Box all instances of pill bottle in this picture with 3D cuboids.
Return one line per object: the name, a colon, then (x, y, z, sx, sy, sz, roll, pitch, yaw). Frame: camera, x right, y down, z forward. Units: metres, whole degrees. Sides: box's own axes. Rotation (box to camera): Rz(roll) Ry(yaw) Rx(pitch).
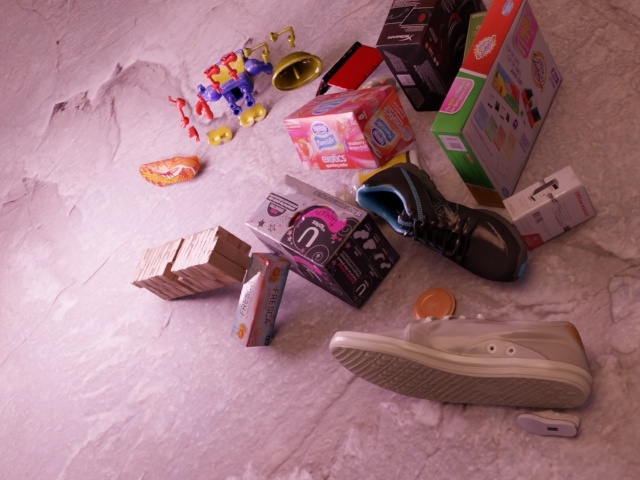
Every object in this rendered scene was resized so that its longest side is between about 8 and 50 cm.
pill bottle: (0.127, -0.104, 1.913, 0.184, 0.103, 0.103, -22, 49, 19)

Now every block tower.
block tower: (-0.271, 0.052, 1.997, 0.335, 0.097, 0.091, -12, 50, 51)

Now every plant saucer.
plant saucer: (0.208, 0.122, 1.757, 0.083, 0.013, 0.083, -17, 51, 23)

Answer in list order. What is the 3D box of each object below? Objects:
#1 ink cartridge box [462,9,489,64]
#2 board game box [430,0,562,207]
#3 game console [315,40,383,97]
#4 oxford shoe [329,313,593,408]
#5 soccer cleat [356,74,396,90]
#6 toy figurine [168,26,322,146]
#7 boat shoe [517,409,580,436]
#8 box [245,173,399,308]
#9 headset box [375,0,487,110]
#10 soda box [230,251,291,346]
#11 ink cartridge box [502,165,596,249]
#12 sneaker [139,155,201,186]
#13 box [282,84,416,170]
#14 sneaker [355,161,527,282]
ink cartridge box: (0.350, -0.403, 1.980, 0.062, 0.109, 0.209, -6, 56, 29)
board game box: (0.338, -0.258, 1.792, 0.064, 0.242, 0.317, 11, 64, 38)
game console: (0.070, -0.372, 2.162, 0.085, 0.124, 0.144, 38, 65, 5)
oxford shoe: (0.231, 0.187, 1.596, 0.449, 0.169, 0.130, 1, 57, 27)
soccer cleat: (0.078, -0.311, 2.125, 0.196, 0.068, 0.076, -36, 43, 10)
toy figurine: (-0.198, -0.418, 2.306, 0.362, 0.191, 0.217, -31, 42, 9)
boat shoe: (0.364, 0.287, 1.526, 0.100, 0.035, 0.035, -2, 30, 37)
box: (0.000, 0.000, 1.877, 0.247, 0.163, 0.142, 27, 73, 43)
headset box: (0.246, -0.453, 2.009, 0.110, 0.218, 0.293, 4, 61, 34)
soda box: (-0.118, 0.116, 1.883, 0.058, 0.063, 0.183, 30, 110, 43)
ink cartridge box: (0.407, -0.058, 1.699, 0.135, 0.099, 0.056, -29, 46, 11)
sneaker: (-0.363, -0.172, 2.326, 0.175, 0.064, 0.067, 0, 39, 28)
box: (0.055, -0.228, 1.967, 0.122, 0.128, 0.257, -36, 22, -28)
sneaker: (0.212, -0.019, 1.726, 0.341, 0.139, 0.125, 34, 124, 30)
